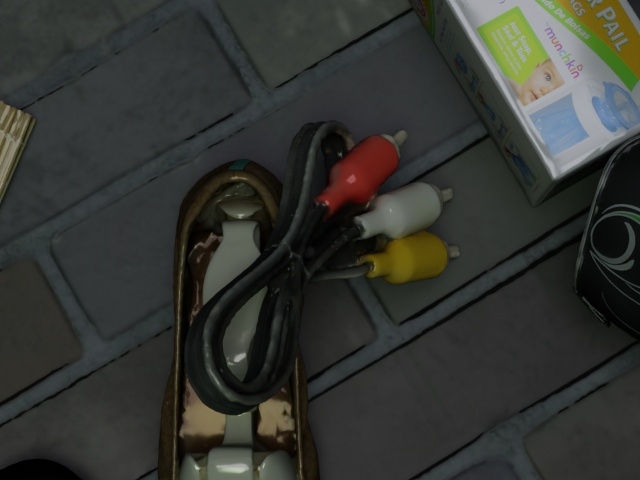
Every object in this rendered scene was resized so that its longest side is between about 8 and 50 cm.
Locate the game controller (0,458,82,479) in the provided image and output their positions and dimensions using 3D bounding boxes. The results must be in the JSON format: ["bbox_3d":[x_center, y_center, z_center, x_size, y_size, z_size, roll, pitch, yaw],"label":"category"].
[{"bbox_3d":[-0.268,0.293,0.942,0.319,0.067,0.166,-36,83,-6],"label":"game controller"}]

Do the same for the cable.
[{"bbox_3d":[0.000,0.000,0.904,0.072,0.287,0.139,-23,98,33],"label":"cable"}]

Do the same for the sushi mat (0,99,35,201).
[{"bbox_3d":[-0.336,0.025,1.007,0.151,0.019,0.316,20,81,4],"label":"sushi mat"}]

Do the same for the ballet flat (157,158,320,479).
[{"bbox_3d":[-0.055,0.108,0.942,0.116,0.124,0.342,1,81,0],"label":"ballet flat"}]

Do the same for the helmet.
[{"bbox_3d":[0.269,0.000,0.941,0.162,0.169,0.169,20,81,18],"label":"helmet"}]

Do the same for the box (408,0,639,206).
[{"bbox_3d":[0.154,-0.145,0.991,0.114,0.103,0.203,-30,82,-4],"label":"box"}]
